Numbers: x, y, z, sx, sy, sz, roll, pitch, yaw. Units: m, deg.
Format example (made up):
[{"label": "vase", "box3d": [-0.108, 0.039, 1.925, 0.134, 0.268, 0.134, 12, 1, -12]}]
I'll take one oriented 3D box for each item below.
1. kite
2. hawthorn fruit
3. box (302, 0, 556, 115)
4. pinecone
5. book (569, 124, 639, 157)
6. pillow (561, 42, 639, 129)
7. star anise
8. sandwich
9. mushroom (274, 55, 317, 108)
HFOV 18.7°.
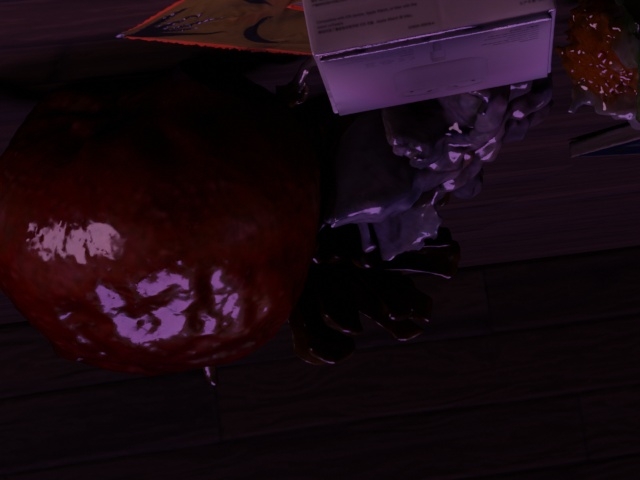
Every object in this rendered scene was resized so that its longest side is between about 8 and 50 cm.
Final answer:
[{"label": "kite", "box3d": [0.047, -0.146, 1.077, 0.327, 0.013, 0.377, -11, 171, 0]}, {"label": "hawthorn fruit", "box3d": [-0.103, 0.002, 1.337, 0.230, 0.210, 0.266, -22, 138, -2]}, {"label": "box", "box3d": [0.061, -0.116, 1.069, 0.130, 0.051, 0.129, -10, 170, 4]}, {"label": "pinecone", "box3d": [0.002, 0.001, 1.564, 0.201, 0.229, 0.202, 24, -133, 35]}, {"label": "book", "box3d": [0.433, -0.124, 1.903, 0.228, 0.018, 0.322, -5, 173, -40]}, {"label": "pillow", "box3d": [0.303, -0.135, 1.346, 0.254, 0.078, 0.144, -11, 161, 30]}, {"label": "star anise", "box3d": [0.086, -0.075, 1.342, 0.229, 0.093, 0.236, -39, 170, -21]}, {"label": "sandwich", "box3d": [0.255, -0.120, 1.230, 0.185, 0.109, 0.160, -5, 168, -13]}, {"label": "mushroom", "box3d": [0.009, -0.132, 1.227, 0.026, 0.028, 0.286, -2, 168, -14]}]
